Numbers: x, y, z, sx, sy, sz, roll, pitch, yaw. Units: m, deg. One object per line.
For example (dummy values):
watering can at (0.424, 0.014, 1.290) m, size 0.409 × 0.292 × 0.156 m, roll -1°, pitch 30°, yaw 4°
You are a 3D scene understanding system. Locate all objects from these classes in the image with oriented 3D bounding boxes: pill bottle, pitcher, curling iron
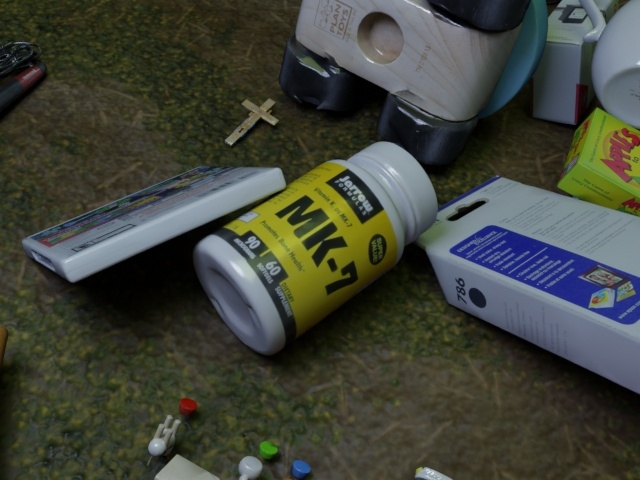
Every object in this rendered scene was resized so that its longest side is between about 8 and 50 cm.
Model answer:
pill bottle at (0.000, 0.000, 0.677) m, size 0.208 × 0.119 × 0.119 m, roll -35°, pitch 62°, yaw -24°
pitcher at (0.346, -0.227, 0.807) m, size 0.178 × 0.125 × 0.207 m, roll 20°, pitch 57°, yaw 16°
curling iron at (-0.387, -0.132, 0.801) m, size 0.068 × 0.035 × 0.274 m, roll 13°, pitch 49°, yaw 9°

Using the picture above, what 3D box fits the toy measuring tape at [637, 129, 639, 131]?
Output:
toy measuring tape at (0.491, -0.123, 0.861) m, size 0.330 × 0.121 × 0.121 m, roll 1°, pitch 50°, yaw -7°

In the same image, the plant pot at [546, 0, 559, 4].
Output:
plant pot at (0.323, -0.449, 1.089) m, size 0.167 × 0.167 × 0.165 m, roll -14°, pitch 62°, yaw -18°

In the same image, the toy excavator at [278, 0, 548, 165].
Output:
toy excavator at (0.113, -0.337, 0.958) m, size 0.433 × 0.222 × 0.445 m, roll 32°, pitch 40°, yaw 18°

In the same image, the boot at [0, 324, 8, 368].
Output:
boot at (-0.266, 0.152, 0.537) m, size 0.295 × 0.104 × 0.211 m, roll 9°, pitch 50°, yaw 5°

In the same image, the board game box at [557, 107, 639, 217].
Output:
board game box at (0.344, -0.053, 0.764) m, size 0.181 × 0.043 × 0.092 m, roll 30°, pitch 55°, yaw 0°

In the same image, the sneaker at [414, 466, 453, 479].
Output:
sneaker at (0.109, 0.213, 0.587) m, size 0.083 × 0.031 × 0.035 m, roll 24°, pitch 65°, yaw 17°

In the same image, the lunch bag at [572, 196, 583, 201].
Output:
lunch bag at (0.323, -0.056, 0.820) m, size 0.083 × 0.053 × 0.071 m, roll 13°, pitch 56°, yaw 7°

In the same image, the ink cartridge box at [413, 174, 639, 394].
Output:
ink cartridge box at (0.239, 0.031, 0.680) m, size 0.165 × 0.065 × 0.333 m, roll -28°, pitch 33°, yaw -27°

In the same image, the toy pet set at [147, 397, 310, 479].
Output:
toy pet set at (-0.088, 0.195, 0.569) m, size 0.122 × 0.065 × 0.114 m, roll 27°, pitch 17°, yaw 10°

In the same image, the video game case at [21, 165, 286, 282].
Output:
video game case at (-0.157, -0.023, 0.678) m, size 0.201 × 0.023 × 0.183 m, roll -27°, pitch 19°, yaw -26°

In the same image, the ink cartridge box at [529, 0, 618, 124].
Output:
ink cartridge box at (0.317, -0.233, 0.925) m, size 0.063 × 0.109 × 0.150 m, roll 15°, pitch 46°, yaw 31°

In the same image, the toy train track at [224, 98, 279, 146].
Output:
toy train track at (-0.081, -0.135, 0.859) m, size 0.048 × 0.014 × 0.083 m, roll 34°, pitch 60°, yaw 11°
